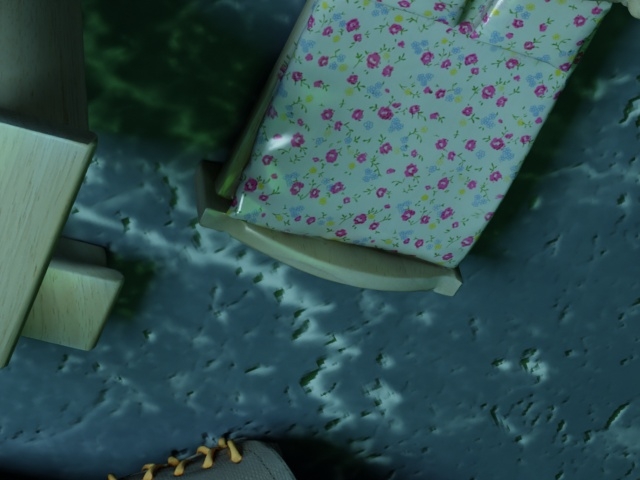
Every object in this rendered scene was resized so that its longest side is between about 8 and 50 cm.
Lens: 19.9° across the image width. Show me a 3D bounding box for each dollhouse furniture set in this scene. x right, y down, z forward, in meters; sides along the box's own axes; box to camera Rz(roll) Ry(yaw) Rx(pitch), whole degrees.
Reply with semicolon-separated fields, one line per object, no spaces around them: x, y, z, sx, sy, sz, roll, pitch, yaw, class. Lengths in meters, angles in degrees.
0.000;0.000;0.806;0.355;0.174;0.303;15;125;-20;dollhouse furniture set

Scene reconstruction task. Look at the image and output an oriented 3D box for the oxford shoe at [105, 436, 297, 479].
-0.084;0.157;0.977;0.363;0.130;0.133;17;91;-14;oxford shoe
